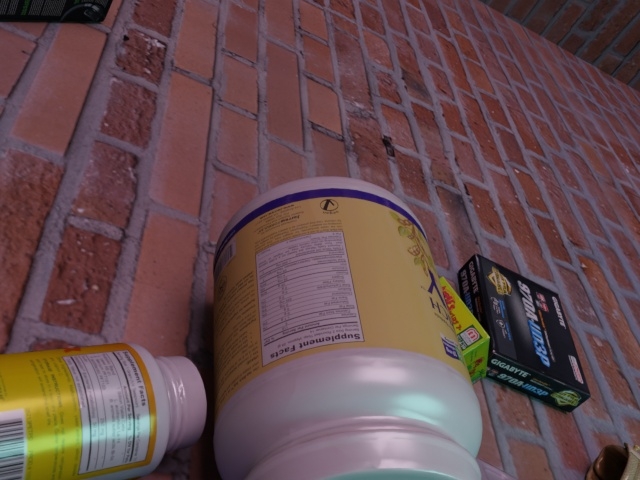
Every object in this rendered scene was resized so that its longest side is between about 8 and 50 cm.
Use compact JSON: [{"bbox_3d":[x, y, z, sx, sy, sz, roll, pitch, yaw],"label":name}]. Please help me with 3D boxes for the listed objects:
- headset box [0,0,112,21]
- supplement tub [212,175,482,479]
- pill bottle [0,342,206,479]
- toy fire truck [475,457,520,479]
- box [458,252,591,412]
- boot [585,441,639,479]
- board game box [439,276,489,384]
[{"bbox_3d":[-0.474,-0.443,1.042,0.246,0.131,0.283,48,36,16],"label":"headset box"},{"bbox_3d":[0.017,0.123,0.700,0.241,0.241,0.331,18,38,-24],"label":"supplement tub"},{"bbox_3d":[-0.206,0.146,0.587,0.215,0.117,0.117,1,48,-41],"label":"pill bottle"},{"bbox_3d":[0.253,0.337,0.740,0.302,0.169,0.254,28,14,-9],"label":"toy fire truck"},{"bbox_3d":[0.304,0.136,1.099,0.175,0.051,0.220,25,35,-15],"label":"box"},{"bbox_3d":[0.468,0.341,0.965,0.203,0.095,0.262,42,39,11],"label":"boot"},{"bbox_3d":[0.166,0.122,0.904,0.092,0.043,0.181,55,-5,26],"label":"board game box"}]
